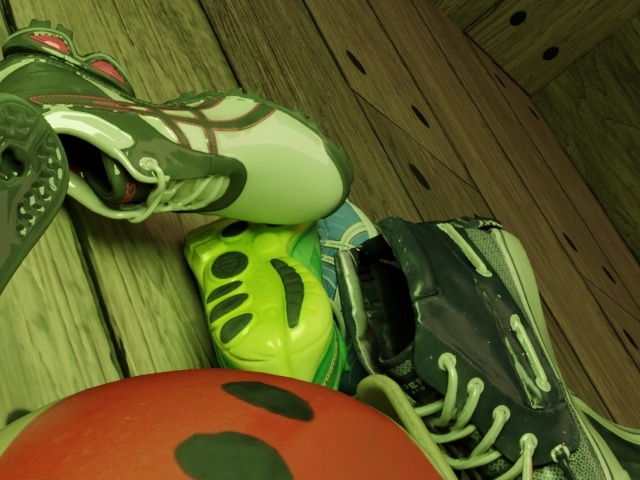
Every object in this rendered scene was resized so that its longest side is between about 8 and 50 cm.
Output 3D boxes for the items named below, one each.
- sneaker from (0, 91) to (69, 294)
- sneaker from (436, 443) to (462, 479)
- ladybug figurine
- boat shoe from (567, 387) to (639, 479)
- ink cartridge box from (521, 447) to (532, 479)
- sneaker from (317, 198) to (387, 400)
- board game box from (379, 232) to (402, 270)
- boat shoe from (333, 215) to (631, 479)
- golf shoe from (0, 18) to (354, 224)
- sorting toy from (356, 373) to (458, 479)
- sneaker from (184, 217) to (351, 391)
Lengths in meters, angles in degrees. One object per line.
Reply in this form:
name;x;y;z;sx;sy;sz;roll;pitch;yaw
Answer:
sneaker;-0.212;0.032;0.596;0.087;0.130;0.228;49;44;-26
sneaker;0.085;0.173;1.061;0.076;0.065;0.167;-3;67;-44
ladybug figurine;-0.029;0.188;0.597;0.305;0.162;0.449;52;17;-2
boat shoe;0.276;0.262;1.248;0.500;0.186;0.156;29;33;-42
ink cartridge box;0.111;0.286;0.585;0.261;0.066;0.296;-72;162;-58
sneaker;0.009;0.037;1.130;0.081;0.080;0.211;27;38;-45
board game box;0.099;0.087;1.329;0.194;0.060;0.194;52;15;-1
boat shoe;0.112;0.134;0.973;0.158;0.127;0.341;8;52;-45
golf shoe;-0.106;-0.050;0.927;0.272;0.105;0.120;16;39;-18
sorting toy;0.120;0.243;0.857;0.229;0.041;0.307;52;-7;45
sneaker;-0.040;0.055;0.996;0.295;0.109;0.124;-98;177;-69
